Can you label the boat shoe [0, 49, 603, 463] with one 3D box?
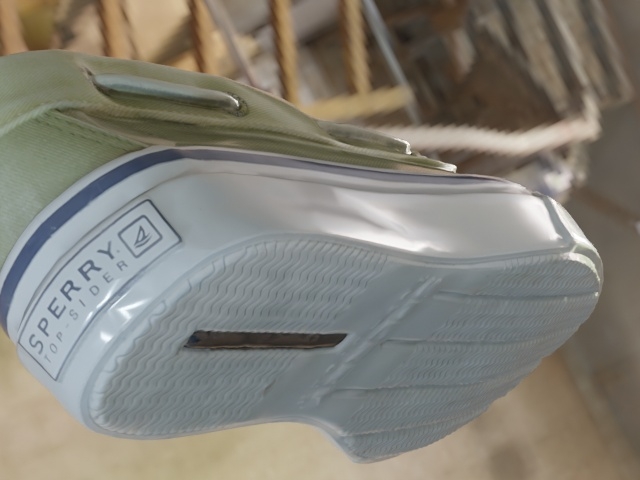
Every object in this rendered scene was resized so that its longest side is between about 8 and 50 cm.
[{"bbox_3d":[0.000,0.000,0.578,0.109,0.094,0.302,-44,158,14],"label":"boat shoe"}]
